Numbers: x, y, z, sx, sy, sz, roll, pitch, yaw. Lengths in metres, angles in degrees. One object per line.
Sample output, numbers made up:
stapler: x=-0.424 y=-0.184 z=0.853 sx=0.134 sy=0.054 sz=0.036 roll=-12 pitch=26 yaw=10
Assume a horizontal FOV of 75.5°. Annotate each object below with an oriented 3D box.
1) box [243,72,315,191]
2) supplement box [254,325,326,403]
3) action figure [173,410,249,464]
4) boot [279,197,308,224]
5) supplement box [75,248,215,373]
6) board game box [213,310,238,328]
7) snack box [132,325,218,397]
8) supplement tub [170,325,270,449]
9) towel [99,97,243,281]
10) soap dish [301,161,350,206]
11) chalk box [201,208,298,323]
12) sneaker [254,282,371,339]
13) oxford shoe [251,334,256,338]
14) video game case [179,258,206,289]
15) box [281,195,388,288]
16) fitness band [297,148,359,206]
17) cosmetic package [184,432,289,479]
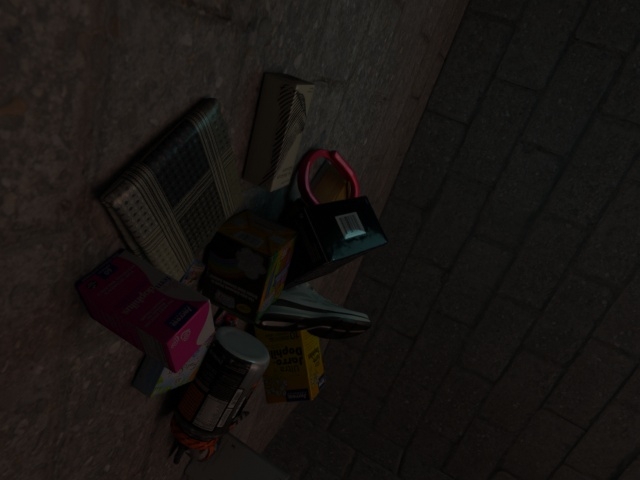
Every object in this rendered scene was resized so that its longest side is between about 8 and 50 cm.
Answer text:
box: x=-0.108 y=-0.274 z=1.056 sx=0.113 sy=0.094 sz=0.276 roll=-40 pitch=151 yaw=-58
supplement box: x=-0.121 y=0.434 z=1.647 sx=0.195 sy=0.193 sz=0.358 roll=-1 pitch=81 yaw=-73
action figure: x=-0.384 y=0.661 z=1.518 sx=0.342 sy=0.178 sz=0.330 roll=-66 pitch=174 yaw=14
boot: x=-0.081 y=-0.037 z=1.555 sx=0.115 sy=0.112 sz=0.305 roll=-43 pitch=154 yaw=-11
supplement box: x=-0.320 y=0.128 z=0.770 sx=0.111 sy=0.219 sz=0.114 roll=-51 pitch=160 yaw=-40
board game box: x=-0.294 y=0.268 z=1.379 sx=0.133 sy=0.033 sz=0.169 roll=-49 pitch=162 yaw=-8
snack box: x=-0.387 y=0.312 z=1.127 sx=0.175 sy=0.070 sz=0.207 roll=-64 pitch=164 yaw=0
supplement tub: x=-0.321 y=0.460 z=1.299 sx=0.338 sy=0.207 sz=0.207 roll=-60 pitch=165 yaw=7
towel: x=-0.288 y=-0.090 z=0.876 sx=0.312 sy=0.056 sz=0.324 roll=-58 pitch=162 yaw=-30
soap dish: x=0.032 y=-0.152 z=1.667 sx=0.229 sy=0.118 sz=0.291 roll=-58 pitch=163 yaw=-19
chalk box: x=-0.203 y=0.094 z=1.159 sx=0.179 sy=0.180 sz=0.289 roll=-48 pitch=160 yaw=-59
sneaker: x=-0.023 y=0.201 z=1.499 sx=0.169 sy=0.446 sz=0.258 roll=128 pitch=-34 yaw=-46
oxford shoe: x=-0.251 y=0.448 z=1.695 sx=0.363 sy=0.129 sz=0.133 roll=-19 pitch=127 yaw=-69
video game case: x=-0.344 y=0.123 z=1.024 sx=0.167 sy=0.015 sz=0.119 roll=-60 pitch=177 yaw=-11
box: x=-0.005 y=0.012 z=1.311 sx=0.296 sy=0.183 sz=0.294 roll=-15 pitch=167 yaw=-46
fitness band: x=0.031 y=-0.194 z=1.470 sx=0.291 sy=0.054 sz=0.209 roll=42 pitch=72 yaw=-41
cosmetic package: x=-0.347 y=0.990 z=1.752 sx=0.217 sy=0.384 sz=0.156 roll=-58 pitch=164 yaw=-22
